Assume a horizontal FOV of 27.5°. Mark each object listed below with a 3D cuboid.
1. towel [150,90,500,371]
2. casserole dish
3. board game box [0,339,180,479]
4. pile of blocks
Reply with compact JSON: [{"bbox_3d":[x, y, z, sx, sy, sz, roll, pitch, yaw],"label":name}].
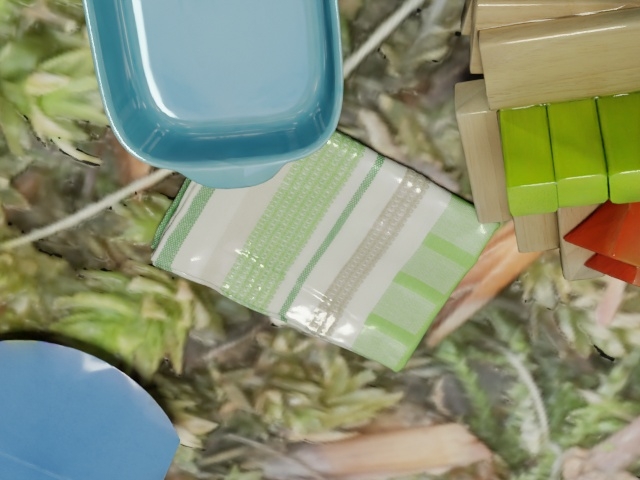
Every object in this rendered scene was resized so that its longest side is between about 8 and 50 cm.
[{"bbox_3d":[0.000,0.000,0.670,0.152,0.023,0.113,26,120,-10],"label":"towel"},{"bbox_3d":[-0.048,-0.117,0.586,0.114,0.037,0.188,-4,112,7],"label":"casserole dish"},{"bbox_3d":[-0.156,0.123,0.753,0.133,0.033,0.169,23,115,-3],"label":"board game box"},{"bbox_3d":[0.138,-0.085,0.490,0.149,0.113,0.362,8,142,-10],"label":"pile of blocks"}]
